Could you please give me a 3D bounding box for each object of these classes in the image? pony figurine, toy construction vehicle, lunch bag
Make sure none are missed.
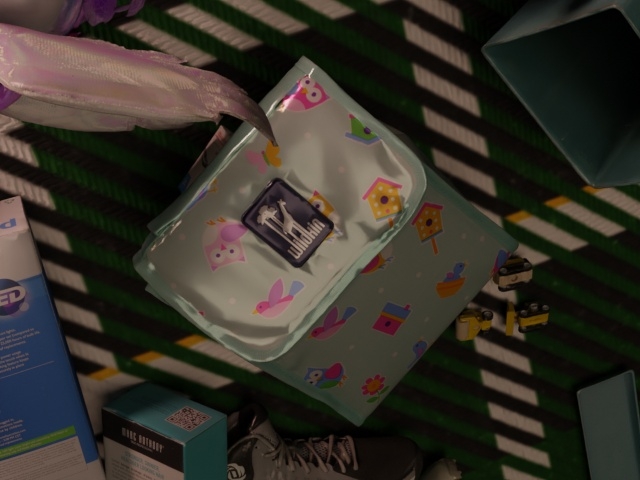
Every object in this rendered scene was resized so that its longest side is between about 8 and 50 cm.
[{"bbox_3d":[-0.224,-0.167,0.813,0.351,0.303,0.363,-1,92,-18],"label":"pony figurine"},{"bbox_3d":[0.173,0.055,1.156,0.098,0.035,0.086,-13,127,-10],"label":"toy construction vehicle"},{"bbox_3d":[0.000,0.000,0.981,0.223,0.160,0.262,-48,133,5],"label":"lunch bag"}]

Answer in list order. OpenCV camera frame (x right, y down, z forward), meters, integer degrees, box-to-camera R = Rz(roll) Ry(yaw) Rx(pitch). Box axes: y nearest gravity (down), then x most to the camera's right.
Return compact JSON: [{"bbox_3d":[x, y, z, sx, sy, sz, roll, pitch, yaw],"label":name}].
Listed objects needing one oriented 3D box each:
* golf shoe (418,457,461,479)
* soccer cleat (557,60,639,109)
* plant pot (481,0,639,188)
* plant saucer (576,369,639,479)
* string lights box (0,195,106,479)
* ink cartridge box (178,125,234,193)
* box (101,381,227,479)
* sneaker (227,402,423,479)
[{"bbox_3d":[0.074,0.289,1.206,0.086,0.069,0.176,27,101,-20],"label":"golf shoe"},{"bbox_3d":[0.265,-0.141,1.089,0.179,0.060,0.072,7,97,-25],"label":"soccer cleat"},{"bbox_3d":[0.292,-0.188,0.988,0.165,0.165,0.234,48,66,-18],"label":"plant pot"},{"bbox_3d":[0.315,0.224,1.283,0.067,0.018,0.192,-20,117,-9],"label":"plant saucer"},{"bbox_3d":[-0.277,0.107,1.001,0.133,0.077,0.260,-16,117,-12],"label":"string lights box"},{"bbox_3d":[-0.082,-0.065,1.006,0.028,0.048,0.083,32,99,-27],"label":"ink cartridge box"},{"bbox_3d":[-0.140,0.260,1.094,0.060,0.100,0.244,-28,127,-49],"label":"box"},{"bbox_3d":[-0.018,0.204,1.127,0.228,0.086,0.132,-19,115,-9],"label":"sneaker"}]
